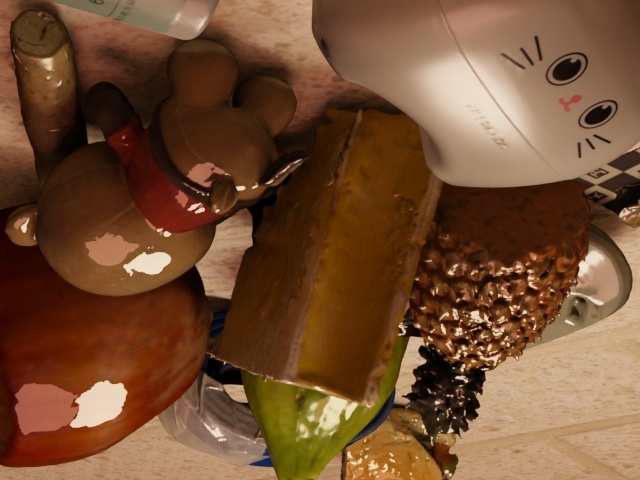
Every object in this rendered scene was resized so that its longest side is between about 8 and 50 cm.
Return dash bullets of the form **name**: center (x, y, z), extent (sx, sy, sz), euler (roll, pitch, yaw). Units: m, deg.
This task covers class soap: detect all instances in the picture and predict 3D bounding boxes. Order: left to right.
- **soap**: center (0.000, 0.000, 1.642), extent (0.169, 0.338, 0.304), euler (18, 176, -25)

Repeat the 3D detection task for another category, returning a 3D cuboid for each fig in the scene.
- **fig**: center (-0.011, 0.168, 1.898), extent (0.233, 0.314, 0.233), euler (20, 142, 17)

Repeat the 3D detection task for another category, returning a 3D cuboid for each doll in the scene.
- **doll**: center (-0.163, -0.054, 1.510), extent (0.235, 0.174, 0.330), euler (20, 135, -39)

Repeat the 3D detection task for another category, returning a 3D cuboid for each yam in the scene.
- **yam**: center (-0.284, -0.135, 1.521), extent (0.067, 0.071, 0.317), euler (7, 154, -2)

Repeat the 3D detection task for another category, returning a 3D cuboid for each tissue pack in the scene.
- **tissue pack**: center (0.157, -0.195, 1.185), extent (0.236, 0.229, 0.333), euler (-12, 152, 25)

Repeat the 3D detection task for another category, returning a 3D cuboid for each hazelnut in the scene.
- **hazelnut**: center (-0.322, 0.115, 1.790), extent (0.366, 0.365, 0.366), euler (2, 154, 1)

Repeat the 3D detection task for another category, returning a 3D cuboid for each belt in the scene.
- **belt**: center (-0.067, 0.218, 2.084), extent (0.347, 0.212, 0.117), euler (9, 155, -24)

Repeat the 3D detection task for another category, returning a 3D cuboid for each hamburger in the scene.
- **hamburger**: center (0.135, 0.390, 2.487), extent (0.209, 0.162, 0.330), euler (2, 150, 4)

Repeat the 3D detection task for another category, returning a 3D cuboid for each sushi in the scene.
- **sushi**: center (0.423, -0.049, 1.677), extent (0.192, 0.050, 0.215), euler (23, 148, -36)

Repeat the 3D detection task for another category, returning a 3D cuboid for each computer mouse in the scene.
- **computer mouse**: center (0.256, 0.054, 1.847), extent (0.197, 0.095, 0.331), euler (39, 144, -18)

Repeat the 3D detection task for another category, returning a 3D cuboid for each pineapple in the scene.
- **pineapple**: center (0.183, 0.083, 1.684), extent (0.202, 0.202, 0.362), euler (6, 129, -9)

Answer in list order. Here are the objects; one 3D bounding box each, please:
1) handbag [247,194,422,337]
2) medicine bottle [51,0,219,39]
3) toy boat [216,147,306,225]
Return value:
- **handbag**: center (0.034, 0.035, 1.767), extent (0.254, 0.088, 0.211), euler (-2, 115, 3)
- **medicine bottle**: center (-0.255, -0.266, 1.202), extent (0.352, 0.110, 0.110), euler (14, 152, -23)
- **toy boat**: center (-0.102, -0.050, 1.656), extent (0.230, 0.089, 0.088), euler (-26, 121, 29)
